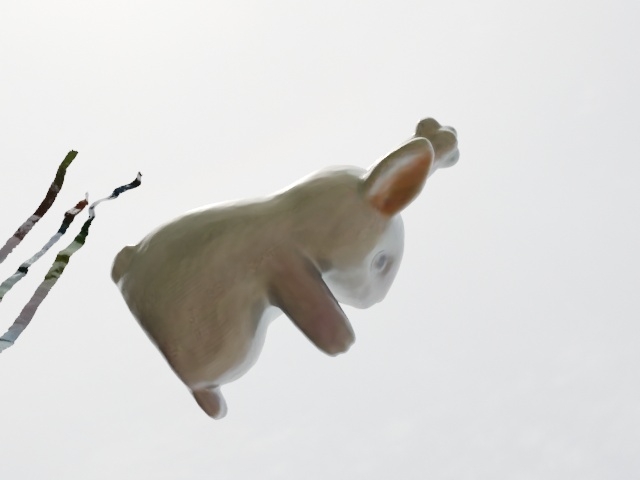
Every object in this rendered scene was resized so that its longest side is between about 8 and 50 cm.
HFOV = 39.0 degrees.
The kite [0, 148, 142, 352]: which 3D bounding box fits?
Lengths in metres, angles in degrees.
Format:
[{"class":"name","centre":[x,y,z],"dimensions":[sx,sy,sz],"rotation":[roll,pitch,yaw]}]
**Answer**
[{"class":"kite","centre":[-0.224,0.073,0.537],"dimensions":[0.015,0.169,0.310],"rotation":[40,-83,7]}]

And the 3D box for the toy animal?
[{"class":"toy animal","centre":[-0.002,0.016,0.658],"dimensions":[0.282,0.140,0.138],"rotation":[-22,-82,-5]}]
